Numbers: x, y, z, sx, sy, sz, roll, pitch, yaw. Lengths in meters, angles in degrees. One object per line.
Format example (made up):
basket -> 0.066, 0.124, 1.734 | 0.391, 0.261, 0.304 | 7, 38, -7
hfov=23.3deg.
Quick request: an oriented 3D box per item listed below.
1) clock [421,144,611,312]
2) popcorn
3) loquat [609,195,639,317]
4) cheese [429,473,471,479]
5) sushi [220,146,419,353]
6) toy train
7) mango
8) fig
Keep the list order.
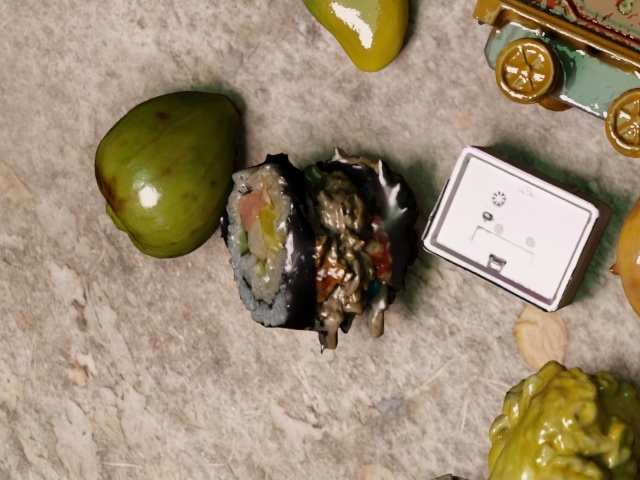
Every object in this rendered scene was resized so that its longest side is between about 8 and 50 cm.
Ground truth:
clock -> 0.238, -0.018, 1.888 | 0.192, 0.071, 0.147 | 27, 105, 23
popcorn -> 0.288, 0.261, 1.805 | 0.192, 0.233, 0.266 | 16, 140, 0
loquat -> 0.447, 0.017, 1.717 | 0.238, 0.193, 0.238 | 8, 109, 22
cheese -> 0.165, 0.386, 1.917 | 0.175, 0.091, 0.203 | -6, 98, 44
sushi -> 0.005, -0.001, 1.950 | 0.225, 0.218, 0.239 | -125, 31, -50
toy train -> 0.361, -0.221, 1.766 | 0.369, 0.163, 0.232 | 28, 101, 21
mango -> 0.046, -0.312, 1.965 | 0.122, 0.085, 0.191 | -42, 85, 12
fig -> -0.186, -0.096, 2.040 | 0.225, 0.203, 0.203 | -40, 73, -10
